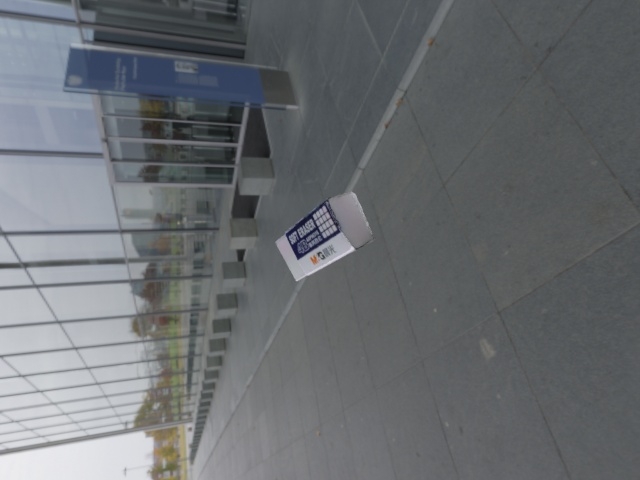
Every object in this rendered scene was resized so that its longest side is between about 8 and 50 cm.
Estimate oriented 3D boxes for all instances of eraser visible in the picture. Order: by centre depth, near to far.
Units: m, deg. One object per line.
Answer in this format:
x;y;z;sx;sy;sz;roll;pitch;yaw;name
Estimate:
0.000;0.000;0.991;0.287;0.086;0.130;-35;80;54;eraser
